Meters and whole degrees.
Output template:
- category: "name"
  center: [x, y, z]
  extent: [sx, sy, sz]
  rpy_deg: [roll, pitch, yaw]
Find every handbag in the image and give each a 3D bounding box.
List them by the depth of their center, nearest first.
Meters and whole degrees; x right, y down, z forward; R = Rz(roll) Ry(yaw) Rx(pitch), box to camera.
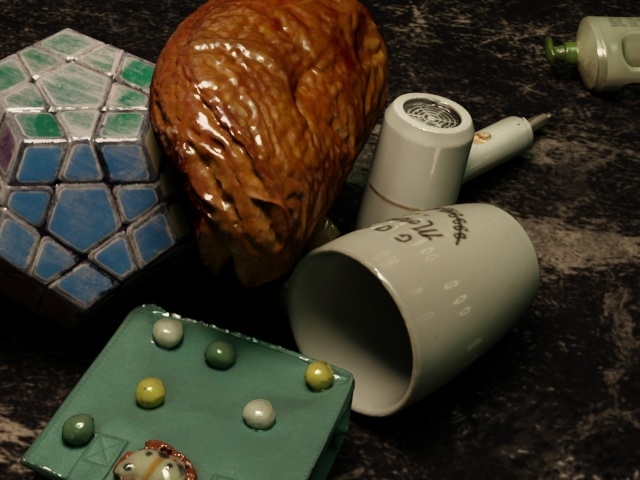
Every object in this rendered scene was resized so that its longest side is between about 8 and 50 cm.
- category: "handbag"
  center: [-0.117, 0.185, 1.723]
  extent: [0.268, 0.100, 0.274]
  rpy_deg: [19, 37, 13]

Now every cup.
- category: "cup"
  center: [0.083, 0.054, 1.876]
  extent: [0.258, 0.186, 0.234]
  rpy_deg: [8, 25, 44]

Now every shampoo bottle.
- category: "shampoo bottle"
  center: [0.406, -0.242, 2.272]
  extent: [0.234, 0.087, 0.118]
  rpy_deg: [-1, 42, -7]

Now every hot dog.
- category: "hot dog"
  center: [-0.057, -0.114, 1.831]
  extent: [0.174, 0.267, 0.387]
  rpy_deg: [-7, 31, 27]

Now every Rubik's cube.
- category: "Rubik's cube"
  center: [-0.264, -0.063, 1.866]
  extent: [0.319, 0.319, 0.264]
  rpy_deg: [-5, 19, -12]

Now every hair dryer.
- category: "hair dryer"
  center: [0.181, -0.112, 2.075]
  extent: [0.107, 0.173, 0.357]
  rpy_deg: [32, 35, 24]

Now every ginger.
- category: "ginger"
  center: [0.000, -0.001, 2.008]
  extent: [0.048, 0.030, 0.097]
  rpy_deg: [-44, 55, -8]
